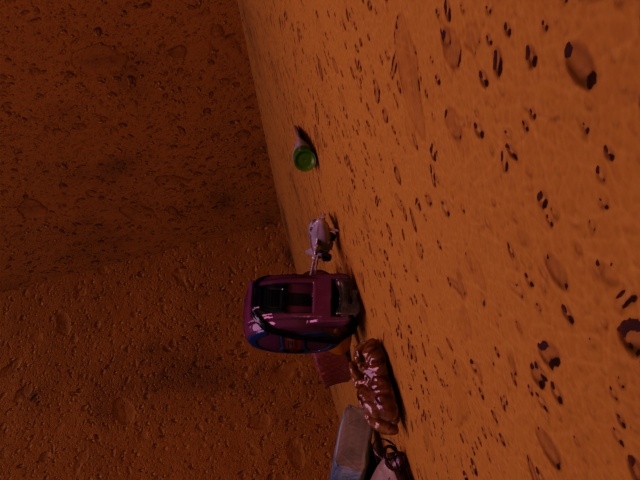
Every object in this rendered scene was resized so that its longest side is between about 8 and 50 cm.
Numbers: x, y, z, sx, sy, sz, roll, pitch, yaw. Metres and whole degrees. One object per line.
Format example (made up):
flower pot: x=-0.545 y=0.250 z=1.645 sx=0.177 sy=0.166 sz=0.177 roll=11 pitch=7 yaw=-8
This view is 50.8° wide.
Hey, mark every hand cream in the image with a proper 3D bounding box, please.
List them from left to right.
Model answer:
hand cream: x=-0.043 y=-0.207 z=1.556 sx=0.275 sy=0.050 sz=0.079 roll=-103 pitch=25 yaw=-73

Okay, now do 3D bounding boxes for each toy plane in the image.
toy plane: x=0.000 y=0.000 z=1.429 sx=0.171 sy=0.066 sz=0.162 roll=110 pitch=174 yaw=-62

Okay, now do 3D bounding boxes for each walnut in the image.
walnut: x=0.093 y=0.256 z=1.188 sx=0.143 sy=0.069 sz=0.170 roll=79 pitch=177 yaw=-48

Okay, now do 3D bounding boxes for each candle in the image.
candle: x=0.002 y=0.287 z=1.968 sx=0.317 sy=0.132 sz=0.287 roll=-128 pitch=21 yaw=-81

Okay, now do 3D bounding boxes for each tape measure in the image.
tape measure: x=-0.038 y=0.150 z=1.408 sx=0.231 sy=0.245 sz=0.149 roll=94 pitch=177 yaw=-68

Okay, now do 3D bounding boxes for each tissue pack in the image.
tissue pack: x=0.072 y=0.561 z=1.685 sx=0.177 sy=0.089 sz=0.263 roll=-71 pitch=-10 yaw=-48

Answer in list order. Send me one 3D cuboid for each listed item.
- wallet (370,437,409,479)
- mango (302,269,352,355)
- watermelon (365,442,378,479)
wallet: x=0.125 y=0.566 z=1.210 sx=0.335 sy=0.068 sz=0.274 roll=-111 pitch=36 yaw=-47
mango: x=0.012 y=0.172 z=1.593 sx=0.145 sy=0.113 sz=0.219 roll=95 pitch=156 yaw=-65
watermelon: x=0.125 y=0.678 z=1.840 sx=0.193 sy=0.137 sz=0.145 roll=-58 pitch=21 yaw=16
